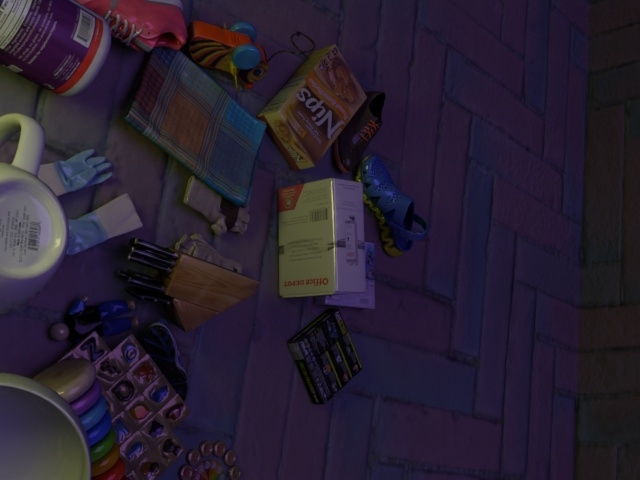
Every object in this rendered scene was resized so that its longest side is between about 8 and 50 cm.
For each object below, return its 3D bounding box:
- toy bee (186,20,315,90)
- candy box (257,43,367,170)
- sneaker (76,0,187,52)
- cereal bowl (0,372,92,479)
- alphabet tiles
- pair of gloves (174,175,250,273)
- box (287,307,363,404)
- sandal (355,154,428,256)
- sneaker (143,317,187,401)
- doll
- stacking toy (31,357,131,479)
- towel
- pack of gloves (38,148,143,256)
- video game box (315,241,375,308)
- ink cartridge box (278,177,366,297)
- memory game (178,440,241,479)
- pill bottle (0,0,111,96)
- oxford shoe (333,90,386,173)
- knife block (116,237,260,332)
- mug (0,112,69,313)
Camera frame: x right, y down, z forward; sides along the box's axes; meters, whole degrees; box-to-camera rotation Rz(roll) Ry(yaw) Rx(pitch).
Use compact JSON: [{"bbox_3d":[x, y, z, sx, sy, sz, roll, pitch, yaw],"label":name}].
[{"bbox_3d":[-0.187,-0.429,2.060,0.298,0.162,0.195,20,49,-11],"label":"toy bee"},{"bbox_3d":[-0.016,-0.354,2.262,0.183,0.088,0.316,55,49,-26],"label":"candy box"},{"bbox_3d":[-0.405,-0.471,1.822,0.314,0.116,0.136,-11,77,-47],"label":"sneaker"},{"bbox_3d":[-0.564,0.379,1.473,0.339,0.141,0.339,-3,104,-12],"label":"cereal bowl"},{"bbox_3d":[-0.426,0.365,1.732,0.285,0.011,0.342,-44,115,-28],"label":"alphabet tiles"},{"bbox_3d":[-0.255,-0.014,1.992,0.204,0.042,0.240,21,71,-47],"label":"pair of gloves"},{"bbox_3d":[0.015,0.301,2.231,0.184,0.045,0.190,-37,110,-46],"label":"box"},{"bbox_3d":[0.212,-0.105,2.435,0.126,0.138,0.317,-44,114,-39],"label":"sandal"},{"bbox_3d":[-0.329,0.265,1.841,0.081,0.080,0.211,-104,-170,-69],"label":"sneaker"},{"bbox_3d":[-0.462,0.173,1.739,0.189,0.046,0.129,-10,90,-47],"label":"doll"},{"bbox_3d":[-0.440,0.396,1.644,0.141,0.141,0.330,-41,120,-42],"label":"stacking toy"},{"bbox_3d":[-0.275,-0.272,1.979,0.370,0.040,0.271,39,47,-36],"label":"towel"},{"bbox_3d":[-0.502,-0.076,1.751,0.232,0.046,0.195,-28,93,-48],"label":"pack of gloves"},{"bbox_3d":[0.068,0.088,2.316,0.205,0.048,0.187,11,78,-46],"label":"video game box"},{"bbox_3d":[0.000,0.000,2.139,0.117,0.207,0.283,5,81,-45],"label":"ink cartridge box"},{"bbox_3d":[-0.249,0.545,1.934,0.186,0.012,0.186,8,79,-46],"label":"memory game"},{"bbox_3d":[-0.572,-0.415,1.611,0.323,0.181,0.181,27,65,-41],"label":"pill bottle"},{"bbox_3d":[0.112,-0.310,2.383,0.097,0.098,0.271,36,59,-38],"label":"oxford shoe"},{"bbox_3d":[-0.293,0.061,1.855,0.276,0.088,0.242,-29,116,-26],"label":"knife block"},{"bbox_3d":[-0.573,-0.046,1.446,0.276,0.328,0.374,30,63,-41],"label":"mug"}]
